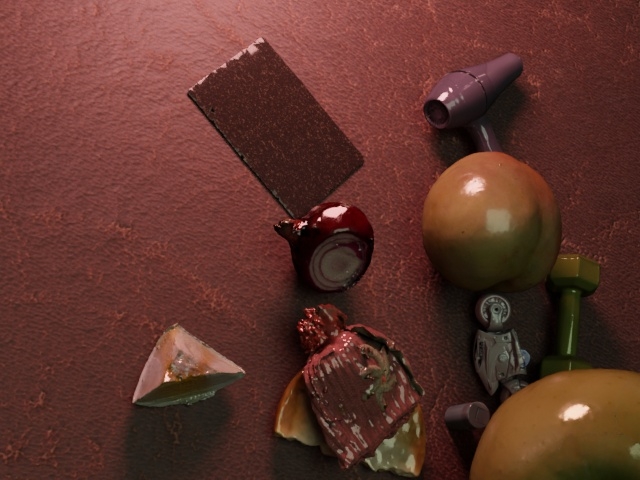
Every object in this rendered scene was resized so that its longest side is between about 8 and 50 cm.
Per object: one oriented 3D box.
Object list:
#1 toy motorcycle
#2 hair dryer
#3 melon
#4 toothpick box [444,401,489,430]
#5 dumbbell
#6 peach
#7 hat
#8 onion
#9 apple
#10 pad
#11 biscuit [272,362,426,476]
[{"bbox_3d":[0.361,0.234,1.758,0.112,0.112,0.254,-12,82,-27],"label":"toy motorcycle"},{"bbox_3d":[0.393,-0.224,1.909,0.301,0.121,0.361,-34,101,-37],"label":"hair dryer"},{"bbox_3d":[-0.229,0.206,1.487,0.202,0.093,0.140,-8,71,-31],"label":"melon"},{"bbox_3d":[0.284,0.342,1.688,0.052,0.083,0.052,7,73,-23],"label":"toothpick box"},{"bbox_3d":[0.522,0.180,1.831,0.108,0.121,0.302,8,70,8],"label":"dumbbell"},{"bbox_3d":[0.342,-0.037,1.728,0.292,0.247,0.292,2,84,-19],"label":"peach"},{"bbox_3d":[0.059,0.238,1.553,0.236,0.107,0.286,-35,97,-39],"label":"hat"},{"bbox_3d":[-0.003,-0.005,1.619,0.198,0.135,0.173,29,100,-21],"label":"onion"},{"bbox_3d":[0.488,0.440,1.537,0.473,0.473,0.474,7,73,-23],"label":"apple"},{"bbox_3d":[-0.082,-0.225,1.723,0.220,0.004,0.330,-42,95,-28],"label":"pad"},{"bbox_3d":[0.066,0.313,1.619,0.308,0.040,0.205,21,68,-19],"label":"biscuit"}]
